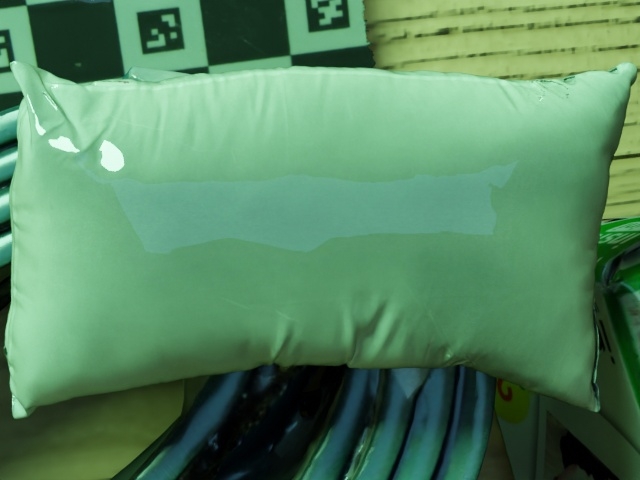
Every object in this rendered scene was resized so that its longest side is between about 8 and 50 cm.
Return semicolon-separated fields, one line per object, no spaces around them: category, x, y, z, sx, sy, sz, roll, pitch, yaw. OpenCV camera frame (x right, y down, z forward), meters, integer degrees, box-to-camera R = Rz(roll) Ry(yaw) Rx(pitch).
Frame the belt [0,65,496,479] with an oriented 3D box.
belt;-0.122;0.107;0.713;0.436;0.173;0.300;-42;92;-8

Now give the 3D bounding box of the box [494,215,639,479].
box;0.170;0.108;0.763;0.103;0.180;0.250;-21;94;-21

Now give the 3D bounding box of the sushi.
sushi;-0.094;-0.154;0.783;0.215;0.050;0.192;-12;113;-2

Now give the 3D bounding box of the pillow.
pillow;0.001;0.001;0.616;0.254;0.078;0.144;-1;94;-7
